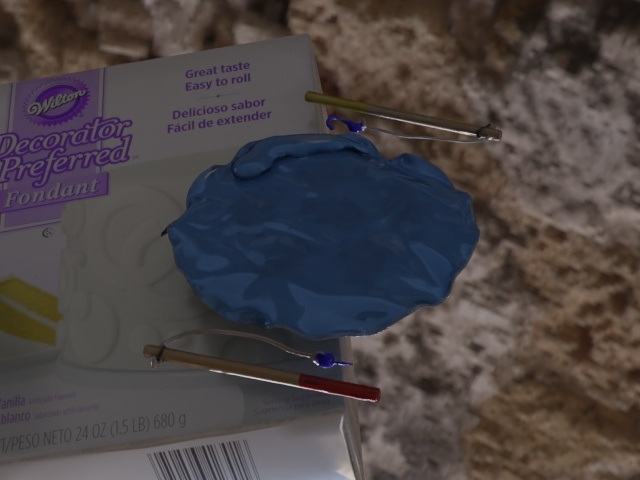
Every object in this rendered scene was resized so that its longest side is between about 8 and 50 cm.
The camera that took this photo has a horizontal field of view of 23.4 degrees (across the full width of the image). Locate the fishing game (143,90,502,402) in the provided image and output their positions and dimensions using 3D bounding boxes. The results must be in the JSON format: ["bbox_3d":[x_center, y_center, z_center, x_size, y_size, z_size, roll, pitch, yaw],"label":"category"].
[{"bbox_3d":[0.000,0.000,0.931,0.189,0.041,0.264,9,-138,14],"label":"fishing game"}]

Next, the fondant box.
[{"bbox_3d":[-0.105,0.022,1.026,0.238,0.096,0.330,-9,-132,4],"label":"fondant box"}]
